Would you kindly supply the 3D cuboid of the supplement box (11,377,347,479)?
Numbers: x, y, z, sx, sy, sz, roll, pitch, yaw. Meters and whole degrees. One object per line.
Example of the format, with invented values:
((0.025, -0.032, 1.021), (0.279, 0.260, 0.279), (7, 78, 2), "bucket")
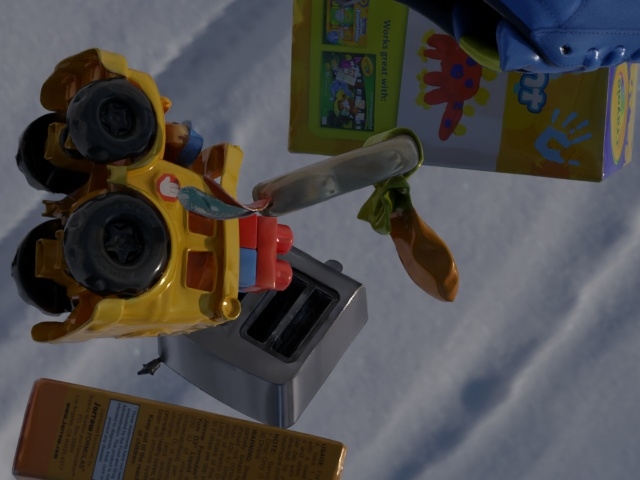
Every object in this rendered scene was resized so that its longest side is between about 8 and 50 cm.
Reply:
((-0.102, 0.166, 1.185), (0.233, 0.080, 0.078), (10, 162, -1), "supplement box")

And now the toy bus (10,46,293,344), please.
((-0.123, -0.026, 1.282), (0.211, 0.220, 0.149), (4, 168, -29), "toy bus")

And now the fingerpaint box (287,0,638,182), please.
((0.167, -0.309, 1.790), (0.163, 0.371, 0.444), (-27, 120, -65), "fingerpaint box")

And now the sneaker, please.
((0.095, -0.084, 0.579), (0.209, 0.069, 0.082), (16, 75, -20), "sneaker")

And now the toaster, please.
((-0.066, 0.083, 1.612), (0.185, 0.168, 0.110), (-53, 162, -26), "toaster")

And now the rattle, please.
((0.000, 0.000, 1.158), (0.200, 0.130, 0.142), (-26, 114, -54), "rattle")
